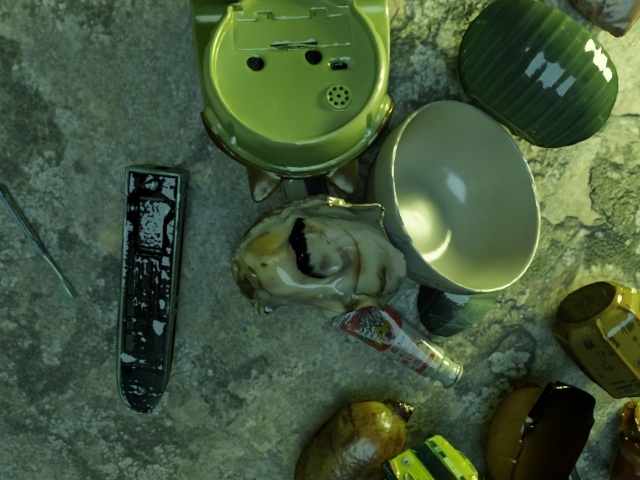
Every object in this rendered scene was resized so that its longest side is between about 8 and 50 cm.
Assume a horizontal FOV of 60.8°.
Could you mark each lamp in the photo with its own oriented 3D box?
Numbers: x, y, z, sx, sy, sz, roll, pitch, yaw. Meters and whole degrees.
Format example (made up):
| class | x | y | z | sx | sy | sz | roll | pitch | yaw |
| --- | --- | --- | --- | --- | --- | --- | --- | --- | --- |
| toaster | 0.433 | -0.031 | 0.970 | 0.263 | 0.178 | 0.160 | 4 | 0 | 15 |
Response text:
| class | x | y | z | sx | sy | sz | roll | pitch | yaw |
| --- | --- | --- | --- | --- | --- | --- | --- | --- | --- |
| lamp | 0.501 | 0.168 | 0.927 | 0.161 | 0.161 | 0.185 | -39 | 103 | 5 |

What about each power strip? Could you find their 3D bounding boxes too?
| class | x | y | z | sx | sy | sz | roll | pitch | yaw |
| --- | --- | --- | --- | --- | --- | --- | --- | --- | --- |
| power strip | 0.000 | 0.000 | 0.877 | 0.070 | 0.105 | 0.256 | -16 | 103 | 2 |

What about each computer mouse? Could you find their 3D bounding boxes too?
| class | x | y | z | sx | sy | sz | roll | pitch | yaw |
| --- | --- | --- | --- | --- | --- | --- | --- | --- | --- |
| computer mouse | 0.258 | 0.070 | 0.928 | 0.126 | 0.071 | 0.231 | 35 | 98 | -11 |

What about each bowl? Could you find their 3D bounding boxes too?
| class | x | y | z | sx | sy | sz | roll | pitch | yaw |
| --- | --- | --- | --- | --- | --- | --- | --- | --- | --- |
| bowl | 0.180 | -0.052 | 0.826 | 0.287 | 0.144 | 0.286 | 9 | 73 | -30 |

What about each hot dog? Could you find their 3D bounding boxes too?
| class | x | y | z | sx | sy | sz | roll | pitch | yaw |
| --- | --- | --- | --- | --- | --- | --- | --- | --- | --- |
| hot dog | 0.620 | 0.404 | 1.006 | 0.146 | 0.103 | 0.212 | 1 | 101 | 15 |
| hot dog | 0.354 | 0.368 | 0.981 | 0.194 | 0.107 | 0.325 | 20 | 106 | -25 |

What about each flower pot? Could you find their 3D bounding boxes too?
| class | x | y | z | sx | sy | sz | roll | pitch | yaw |
| --- | --- | --- | --- | --- | --- | --- | --- | --- | --- |
| flower pot | 0.313 | -0.240 | 0.801 | 0.243 | 0.189 | 0.157 | 37 | 104 | -1 |

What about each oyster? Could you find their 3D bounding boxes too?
| class | x | y | z | sx | sy | sz | roll | pitch | yaw |
| --- | --- | --- | --- | --- | --- | --- | --- | --- | --- |
| oyster | -0.011 | 0.020 | 0.761 | 0.271 | 0.100 | 0.275 | 24 | 132 | 18 |

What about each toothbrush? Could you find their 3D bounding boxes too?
| class | x | y | z | sx | sy | sz | roll | pitch | yaw |
| --- | --- | --- | --- | --- | --- | --- | --- | --- | --- |
| toothbrush | -0.468 | 0.005 | 0.895 | 0.019 | 0.016 | 0.219 | -24 | 104 | 11 |

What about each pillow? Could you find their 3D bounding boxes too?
| class | x | y | z | sx | sy | sz | roll | pitch | yaw |
| --- | --- | --- | --- | --- | --- | --- | --- | --- | --- |
| pillow | 0.490 | -0.454 | 0.838 | 0.135 | 0.049 | 0.248 | 31 | 103 | -9 |

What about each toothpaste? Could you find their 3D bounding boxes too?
| class | x | y | z | sx | sy | sz | roll | pitch | yaw |
| --- | --- | --- | --- | --- | --- | --- | --- | --- | --- |
| toothpaste | 0.140 | 0.176 | 0.960 | 0.234 | 0.057 | 0.089 | 35 | 100 | -3 |

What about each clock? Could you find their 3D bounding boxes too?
| class | x | y | z | sx | sy | sz | roll | pitch | yaw |
| --- | --- | --- | --- | --- | --- | --- | --- | --- | --- |
| clock | -0.033 | -0.229 | 0.762 | 0.287 | 0.117 | 0.347 | -5 | 79 | -3 |

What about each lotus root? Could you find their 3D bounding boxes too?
| class | x | y | z | sx | sy | sz | roll | pitch | yaw |
| --- | --- | --- | --- | --- | --- | --- | --- | --- | --- |
| lotus root | 0.062 | 0.368 | 0.956 | 0.260 | 0.128 | 0.145 | -45 | 115 | 9 |

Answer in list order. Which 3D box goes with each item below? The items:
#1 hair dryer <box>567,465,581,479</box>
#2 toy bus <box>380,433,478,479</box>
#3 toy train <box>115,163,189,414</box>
| class | x | y | z | sx | sy | sz | roll | pitch | yaw |
| --- | --- | --- | --- | --- | --- | --- | --- | --- | --- |
| hair dryer | 0.422 | 0.539 | 1.059 | 0.219 | 0.075 | 0.195 | -17 | 94 | 8 |
| toy bus | 0.197 | 0.457 | 0.930 | 0.150 | 0.128 | 0.261 | -27 | 130 | -13 |
| toy train | -0.275 | 0.083 | 0.887 | 0.087 | 0.088 | 0.406 | 8 | 102 | -4 |
